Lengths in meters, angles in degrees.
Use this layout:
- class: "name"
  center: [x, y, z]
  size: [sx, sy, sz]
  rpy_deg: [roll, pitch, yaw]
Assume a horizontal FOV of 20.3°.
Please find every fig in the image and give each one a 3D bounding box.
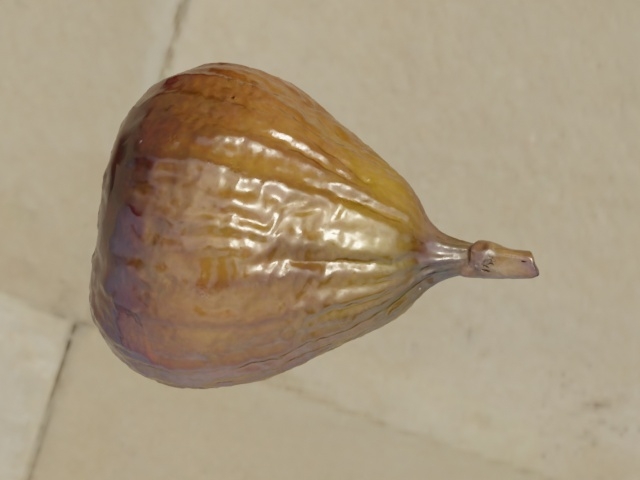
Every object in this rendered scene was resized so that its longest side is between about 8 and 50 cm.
- class: "fig"
  center: [-0.010, -0.006, 0.656]
  size: [0.153, 0.119, 0.119]
  rpy_deg: [-2, 139, -14]
